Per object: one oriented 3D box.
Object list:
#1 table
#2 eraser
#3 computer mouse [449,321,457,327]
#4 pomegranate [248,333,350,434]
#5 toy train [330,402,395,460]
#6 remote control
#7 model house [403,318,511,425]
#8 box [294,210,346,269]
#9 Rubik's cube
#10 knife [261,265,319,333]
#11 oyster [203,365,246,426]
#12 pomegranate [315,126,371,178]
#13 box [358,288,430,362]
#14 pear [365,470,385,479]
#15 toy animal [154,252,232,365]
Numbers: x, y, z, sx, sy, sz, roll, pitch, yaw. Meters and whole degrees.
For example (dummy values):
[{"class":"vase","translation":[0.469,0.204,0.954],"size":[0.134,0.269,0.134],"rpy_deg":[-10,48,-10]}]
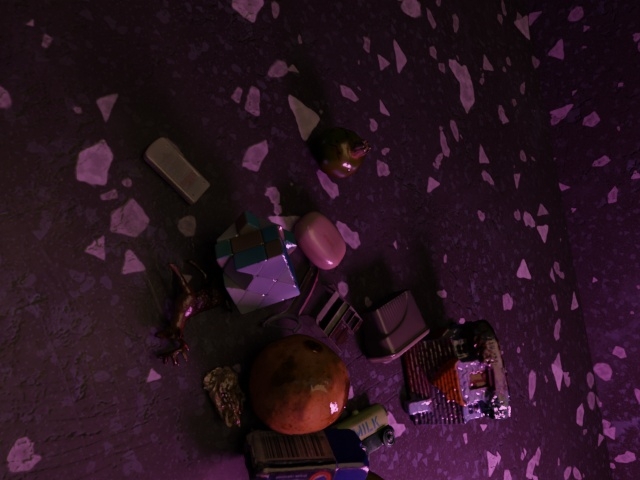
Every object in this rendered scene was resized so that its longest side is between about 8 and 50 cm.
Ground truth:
[{"class":"table","translation":[0.038,0.256,1.618],"size":[0.175,0.062,0.146],"rpy_deg":[54,52,-18]},{"class":"eraser","translation":[-0.043,0.596,1.359],"size":[0.332,0.155,0.101],"rpy_deg":[8,112,-22]},{"class":"computer mouse","translation":[0.561,0.402,2.058],"size":[0.079,0.047,0.135],"rpy_deg":[43,54,-28]},{"class":"pomegranate","translation":[-0.056,0.398,1.367],"size":[0.281,0.281,0.281],"rpy_deg":[10,74,-40]},{"class":"toy train","translation":[0.139,0.629,1.614],"size":[0.253,0.105,0.157],"rpy_deg":[-10,74,-42]},{"class":"remote control","translation":[-0.394,-0.192,1.355],"size":[0.190,0.029,0.087],"rpy_deg":[47,54,-24]},{"class":"model house","translation":[0.461,0.492,1.832],"size":[0.339,0.297,0.360],"rpy_deg":[-7,86,-11]},{"class":"box","translation":[0.000,0.000,1.621],"size":[0.200,0.088,0.146],"rpy_deg":[50,54,-20]},{"class":"Rubik's cube","translation":[-0.169,0.057,1.372],"size":[0.213,0.224,0.265],"rpy_deg":[-111,-176,-46]},{"class":"knife","translation":[-0.075,0.184,1.538],"size":[0.278,0.123,0.053],"rpy_deg":[-57,150,-46]},{"class":"oyster","translation":[-0.247,0.420,1.344],"size":[0.108,0.053,0.165],"rpy_deg":[-19,86,-52]},{"class":"pomegranate","translation":[0.085,-0.304,1.679],"size":[0.180,0.210,0.180],"rpy_deg":[8,78,-43]},{"class":"box","translation":[0.251,0.299,1.760],"size":[0.274,0.138,0.178],"rpy_deg":[-22,90,-44]},{"class":"pear","translation":[0.153,0.828,1.417],"size":[0.375,0.287,0.287],"rpy_deg":[26,59,4]},{"class":"toy animal","translation":[-0.333,0.176,1.296],"size":[0.243,0.087,0.260],"rpy_deg":[-16,89,-40]}]
